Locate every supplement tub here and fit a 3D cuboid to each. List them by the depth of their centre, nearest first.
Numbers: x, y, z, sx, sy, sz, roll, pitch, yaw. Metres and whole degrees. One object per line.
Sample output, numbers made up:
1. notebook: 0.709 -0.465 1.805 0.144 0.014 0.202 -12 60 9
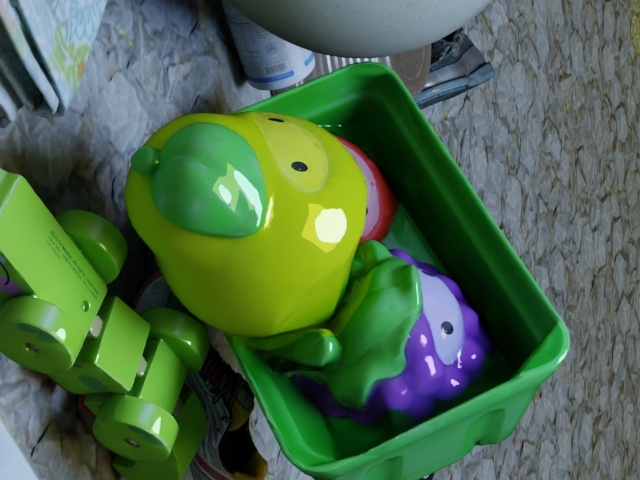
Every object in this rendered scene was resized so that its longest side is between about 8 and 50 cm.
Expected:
1. supplement tub: -0.051 -0.204 1.522 0.071 0.071 0.107 -57 137 -48

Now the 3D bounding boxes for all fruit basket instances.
1. fruit basket: 0.000 0.000 1.291 0.392 0.283 0.392 157 -90 -80

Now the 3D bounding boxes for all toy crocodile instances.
1. toy crocodile: -0.182 0.076 1.237 0.340 0.105 0.115 54 41 -41

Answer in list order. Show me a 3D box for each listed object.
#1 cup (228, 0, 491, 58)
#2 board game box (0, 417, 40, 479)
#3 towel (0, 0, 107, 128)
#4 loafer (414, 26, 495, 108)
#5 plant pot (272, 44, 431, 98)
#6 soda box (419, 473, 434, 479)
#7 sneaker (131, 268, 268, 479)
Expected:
1. cup: 0.000 -0.317 1.310 0.237 0.331 0.331 -16 103 -70
2. board game box: -0.277 0.224 1.065 0.242 0.064 0.316 -63 141 -43
3. towel: -0.209 -0.308 1.129 0.320 0.090 0.374 77 23 -63
4. loafer: 0.131 -0.204 1.880 0.084 0.096 0.267 66 22 -1
5. plant pot: 0.044 -0.202 1.667 0.237 0.109 0.237 1 89 -63
6. soda box: 0.104 0.231 1.823 0.060 0.053 0.169 64 36 -39
7. sneaker: -0.100 0.121 1.386 0.088 0.092 0.225 -47 129 -52
